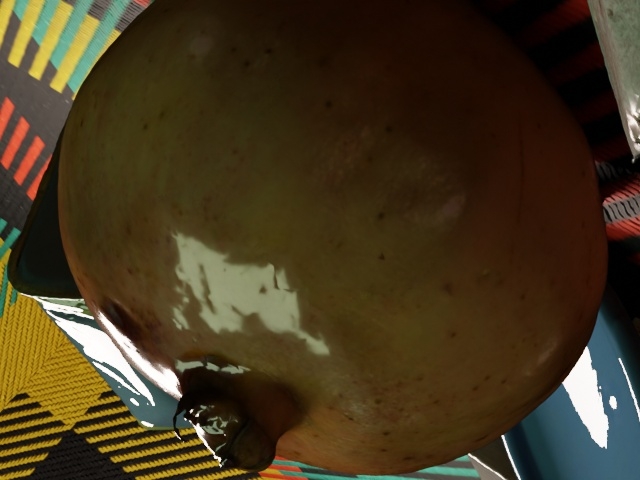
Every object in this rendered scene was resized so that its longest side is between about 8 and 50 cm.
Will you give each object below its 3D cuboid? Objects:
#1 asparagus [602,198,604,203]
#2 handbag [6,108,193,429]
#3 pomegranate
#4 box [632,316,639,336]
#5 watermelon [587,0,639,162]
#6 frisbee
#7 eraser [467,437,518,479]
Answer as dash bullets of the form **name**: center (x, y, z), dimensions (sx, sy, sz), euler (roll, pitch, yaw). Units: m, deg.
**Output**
- **asparagus**: center (0.135, -0.024, 1.230), dimensions (0.178, 0.041, 0.045), euler (19, 110, 56)
- **handbag**: center (-0.112, 0.014, 1.570), dimensions (0.222, 0.263, 0.241), euler (2, 148, 26)
- **pomegranate**: center (0.000, 0.000, 1.075), dimensions (0.338, 0.338, 0.338), euler (38, 166, 11)
- **box**: center (0.262, 0.096, 1.307), dimensions (0.058, 0.015, 0.093), euler (30, 164, 44)
- **watermelon**: center (0.191, -0.134, 0.580), dimensions (0.322, 0.175, 0.188), euler (178, 80, -67)
- **frisbee**: center (0.196, 0.121, 1.305), dimensions (0.289, 0.049, 0.289), euler (165, 90, -74)
- **eraser**: center (0.254, 0.290, 1.810), dimensions (0.111, 0.077, 0.352), euler (34, 165, 37)
